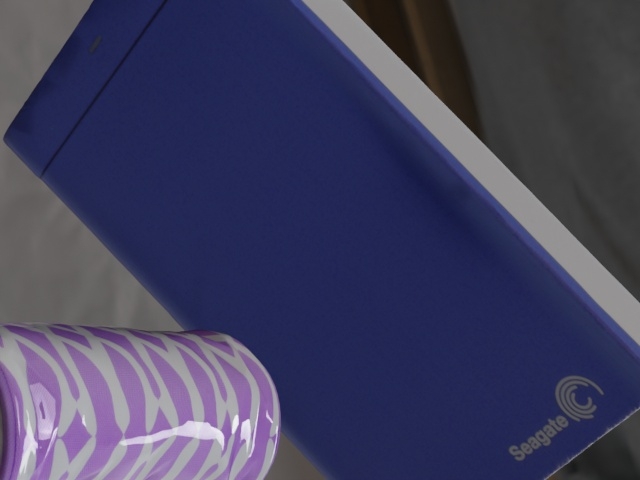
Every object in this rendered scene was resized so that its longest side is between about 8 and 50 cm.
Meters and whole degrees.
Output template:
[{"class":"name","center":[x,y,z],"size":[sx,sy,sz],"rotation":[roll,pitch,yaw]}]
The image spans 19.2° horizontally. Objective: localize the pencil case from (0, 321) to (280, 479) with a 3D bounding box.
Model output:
[{"class":"pencil case","center":[-0.095,0.076,0.743],"size":[0.086,0.088,0.206],"rotation":[12,-177,31]}]

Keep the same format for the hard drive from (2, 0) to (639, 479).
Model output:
[{"class":"hard drive","center":[0.000,0.000,0.935],"size":[0.040,0.318,0.210],"rotation":[-41,176,-46]}]
